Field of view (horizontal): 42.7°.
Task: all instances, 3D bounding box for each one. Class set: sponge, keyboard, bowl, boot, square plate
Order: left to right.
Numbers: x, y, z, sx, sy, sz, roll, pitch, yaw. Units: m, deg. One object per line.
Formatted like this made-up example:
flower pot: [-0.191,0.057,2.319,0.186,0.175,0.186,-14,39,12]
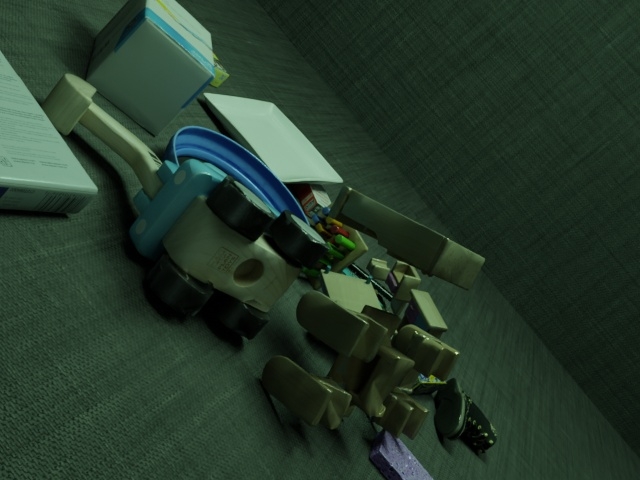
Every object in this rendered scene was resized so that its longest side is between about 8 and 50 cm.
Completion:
bowl: [-0.179,-0.076,1.747,0.391,0.077,0.391,38,23,-20]
square plate: [-0.133,-0.271,2.286,0.347,0.049,0.344,49,25,18]
keyboard: [0.144,0.118,2.224,0.180,0.023,0.108,40,4,6]
sponge: [0.181,0.471,1.605,0.210,0.031,0.117,50,17,0]
boot: [0.365,0.457,2.011,0.179,0.085,0.236,49,16,-9]

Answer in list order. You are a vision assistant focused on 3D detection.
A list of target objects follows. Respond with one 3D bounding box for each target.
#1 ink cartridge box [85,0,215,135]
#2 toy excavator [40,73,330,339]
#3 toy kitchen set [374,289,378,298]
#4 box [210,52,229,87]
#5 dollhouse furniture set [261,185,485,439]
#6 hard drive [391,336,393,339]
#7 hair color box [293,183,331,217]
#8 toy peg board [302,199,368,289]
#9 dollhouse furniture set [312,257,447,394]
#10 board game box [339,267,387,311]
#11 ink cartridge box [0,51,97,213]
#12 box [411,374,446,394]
ink cartridge box: [-0.373,-0.412,1.823,0.197,0.198,0.270,39,20,-29]
toy excavator: [-0.263,-0.080,1.455,0.433,0.222,0.445,32,10,-44]
toy kitchen set: [0.102,0.170,2.004,0.075,0.083,0.068,-98,-175,-60]
box: [-0.362,-0.558,2.406,0.232,0.058,0.087,56,19,22]
dollhouse furniture set: [0.085,0.138,1.547,0.256,0.394,0.362,31,5,38]
hard drive: [0.189,0.268,2.077,0.094,0.022,0.135,37,21,-35]
hair color box: [-0.019,-0.122,2.341,0.093,0.053,0.167,34,21,-39]
toy peg board: [0.000,0.000,1.931,0.079,0.161,0.161,31,25,-55]
dollhouse furniture set: [0.084,0.179,1.874,0.303,0.198,0.286,14,28,-22]
board game box: [0.107,0.140,2.140,0.186,0.026,0.126,40,19,-28]
ink cartridge box: [-0.523,-0.183,1.184,0.330,0.071,0.324,51,17,16]
box: [0.246,0.341,2.010,0.059,0.054,0.169,58,18,24]
